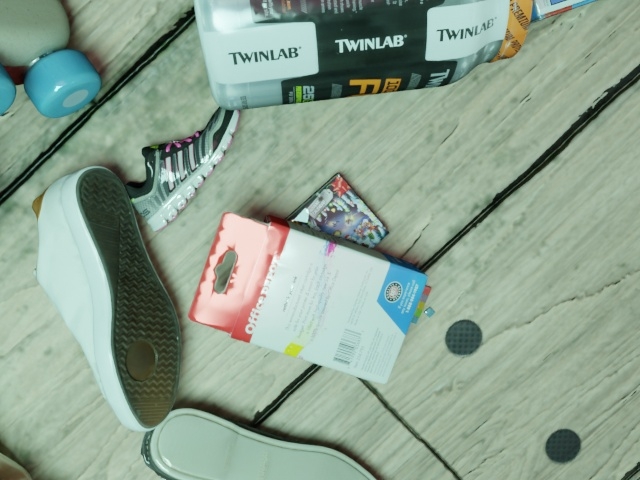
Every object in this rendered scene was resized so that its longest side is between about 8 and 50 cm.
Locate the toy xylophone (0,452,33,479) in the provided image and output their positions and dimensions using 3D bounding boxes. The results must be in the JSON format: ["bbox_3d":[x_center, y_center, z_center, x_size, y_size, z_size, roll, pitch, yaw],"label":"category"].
[{"bbox_3d":[-0.446,0.275,0.738,0.236,0.081,0.322,-26,141,5],"label":"toy xylophone"}]

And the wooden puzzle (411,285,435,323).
[{"bbox_3d":[0.103,0.071,0.853,0.083,0.006,0.049,21,96,-7],"label":"wooden puzzle"}]

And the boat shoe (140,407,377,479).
[{"bbox_3d":[-0.056,0.293,0.842,0.335,0.095,0.112,27,60,-11],"label":"boat shoe"}]

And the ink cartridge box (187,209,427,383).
[{"bbox_3d":[-0.016,0.057,0.777,0.231,0.078,0.134,19,97,-8],"label":"ink cartridge box"}]

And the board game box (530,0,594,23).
[{"bbox_3d":[0.321,-0.429,0.756,0.302,0.086,0.308,-18,99,-2],"label":"board game box"}]

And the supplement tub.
[{"bbox_3d":[0.036,-0.244,0.707,0.316,0.193,0.193,-7,99,-3],"label":"supplement tub"}]

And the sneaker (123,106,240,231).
[{"bbox_3d":[-0.158,-0.092,0.779,0.075,0.063,0.170,37,99,-15],"label":"sneaker"}]

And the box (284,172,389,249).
[{"bbox_3d":[0.000,0.000,0.823,0.137,0.027,0.094,-42,98,3],"label":"box"}]

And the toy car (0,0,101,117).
[{"bbox_3d":[-0.396,-0.176,0.715,0.238,0.210,0.219,-37,86,30],"label":"toy car"}]

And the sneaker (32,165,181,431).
[{"bbox_3d":[-0.243,0.070,0.780,0.123,0.106,0.290,-14,91,33],"label":"sneaker"}]
